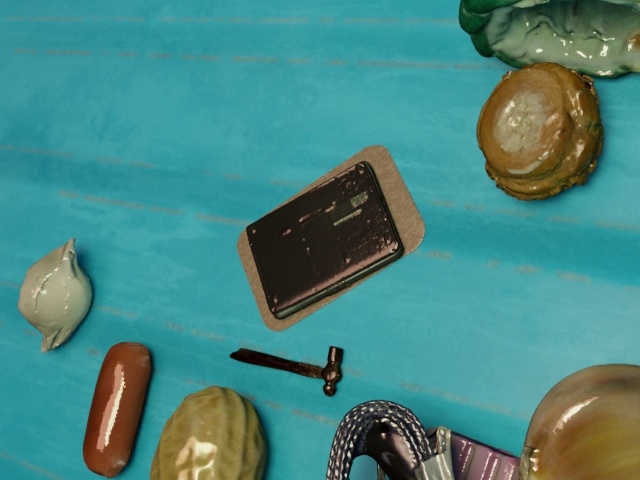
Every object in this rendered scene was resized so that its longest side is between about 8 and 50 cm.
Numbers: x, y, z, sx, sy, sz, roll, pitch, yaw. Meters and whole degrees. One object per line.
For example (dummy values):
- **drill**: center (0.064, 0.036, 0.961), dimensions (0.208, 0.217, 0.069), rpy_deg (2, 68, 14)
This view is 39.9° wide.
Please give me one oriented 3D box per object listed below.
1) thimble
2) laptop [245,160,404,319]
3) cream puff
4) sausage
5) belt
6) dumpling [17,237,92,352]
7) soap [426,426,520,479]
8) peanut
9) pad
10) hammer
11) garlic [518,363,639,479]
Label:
- **thimble**: center (0.305, -0.294, 0.995), dimensions (0.288, 0.254, 0.167), rpy_deg (10, 81, 13)
- **laptop**: center (0.000, 0.000, 1.195), dimensions (0.207, 0.026, 0.154), rpy_deg (-28, 60, 18)
- **cream puff**: center (0.264, -0.126, 1.038), dimensions (0.150, 0.115, 0.165), rpy_deg (43, 106, 41)
- **sausage**: center (-0.290, 0.239, 1.257), dimensions (0.077, 0.077, 0.194), rpy_deg (3, 73, 31)
- **belt**: center (0.075, 0.290, 0.919), dimensions (0.139, 0.126, 0.231), rpy_deg (-8, 67, -1)
- **dumpling**: center (-0.419, 0.079, 1.376), dimensions (0.127, 0.108, 0.188), rpy_deg (25, 104, 57)
- **soap**: center (0.147, 0.320, 0.977), dimensions (0.122, 0.065, 0.203), rpy_deg (18, 82, 34)
- **peanut**: center (-0.153, 0.346, 1.102), dimensions (0.153, 0.140, 0.325), rpy_deg (0, 77, 48)
- **pad**: center (0.007, -0.004, 1.211), dimensions (0.266, 0.002, 0.176), rpy_deg (-33, 60, 16)
- **hammer**: center (-0.047, 0.162, 1.176), dimensions (0.178, 0.021, 0.065), rpy_deg (6, 76, 34)
- **garlic**: center (0.334, 0.197, 0.896), dimensions (0.266, 0.128, 0.149), rpy_deg (-7, 103, 18)
